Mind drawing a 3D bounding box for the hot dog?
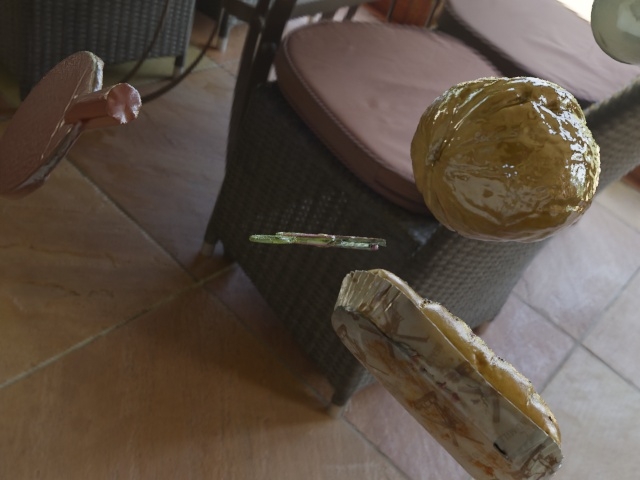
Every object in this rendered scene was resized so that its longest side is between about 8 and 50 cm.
[{"bbox_3d":[0.109,0.122,0.626,0.253,0.131,0.069,44,60,9],"label":"hot dog"}]

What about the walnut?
[{"bbox_3d":[0.323,-0.137,1.220,0.333,0.332,0.332,13,40,-11],"label":"walnut"}]

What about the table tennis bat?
[{"bbox_3d":[-0.403,-0.186,1.089,0.051,0.415,0.268,34,67,-38],"label":"table tennis bat"}]

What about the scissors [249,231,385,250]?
[{"bbox_3d":[0.000,0.000,1.037,0.187,0.019,0.133,4,5,19],"label":"scissors"}]

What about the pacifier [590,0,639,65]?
[{"bbox_3d":[0.327,-0.293,0.649,0.288,0.269,0.343,28,-2,15],"label":"pacifier"}]
